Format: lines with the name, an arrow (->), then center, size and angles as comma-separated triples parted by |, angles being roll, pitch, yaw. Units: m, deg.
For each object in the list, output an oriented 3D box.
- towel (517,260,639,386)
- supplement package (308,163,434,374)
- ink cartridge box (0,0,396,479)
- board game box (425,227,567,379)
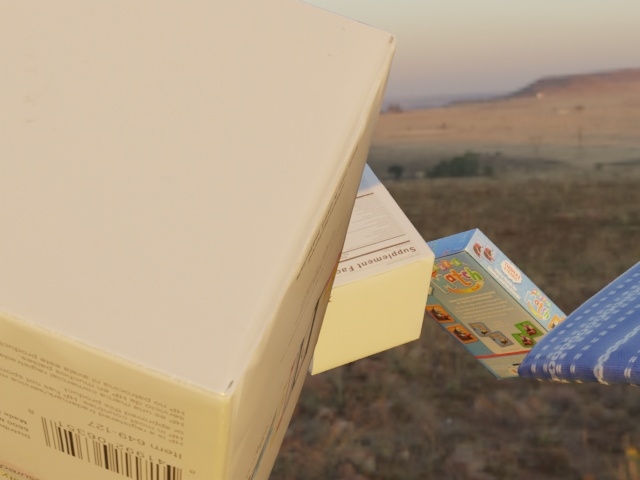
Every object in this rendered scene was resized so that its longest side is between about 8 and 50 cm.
towel -> 0.274, 0.012, 0.493 | 0.243, 0.040, 0.336 | -31, 12, -25
supplement package -> 0.000, 0.000, 1.217 | 0.139, 0.134, 0.244 | -16, 49, -20
ink cartridge box -> -0.089, 0.021, 0.468 | 0.171, 0.168, 0.232 | 20, -35, 5
board game box -> 0.195, 0.080, 1.310 | 0.160, 0.211, 0.039 | -18, 34, 57
